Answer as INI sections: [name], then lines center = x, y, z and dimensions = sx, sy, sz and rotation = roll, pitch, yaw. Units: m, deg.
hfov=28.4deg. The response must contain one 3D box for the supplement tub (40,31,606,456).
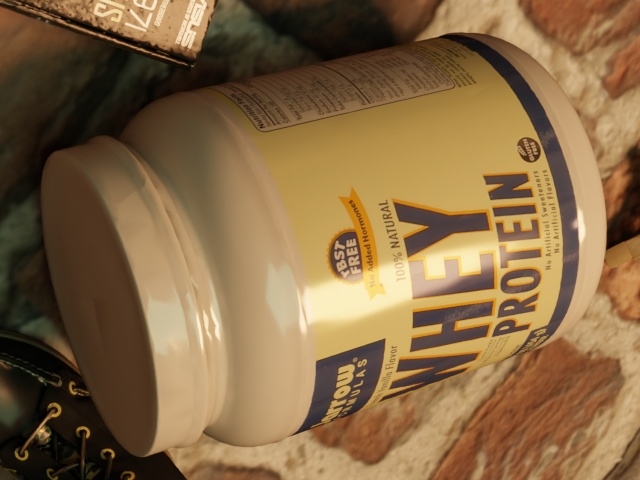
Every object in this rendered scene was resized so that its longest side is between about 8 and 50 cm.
[supplement tub]
center = 0.000, 0.000, 0.854
dimensions = 0.325, 0.235, 0.235
rotation = -16, 116, -25

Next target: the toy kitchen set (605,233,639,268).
[toy kitchen set]
center = 0.289, -0.024, 1.147
dimensions = 0.083, 0.075, 0.068
rotation = -29, 169, 19

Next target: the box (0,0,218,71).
[box]
center = -0.126, -0.217, 0.791
dimensions = 0.147, 0.077, 0.180
rotation = 16, 100, -35

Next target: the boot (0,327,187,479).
[boot]
center = -0.156, 0.155, 0.854
dimensions = 0.085, 0.178, 0.236
rotation = -52, 126, -4
